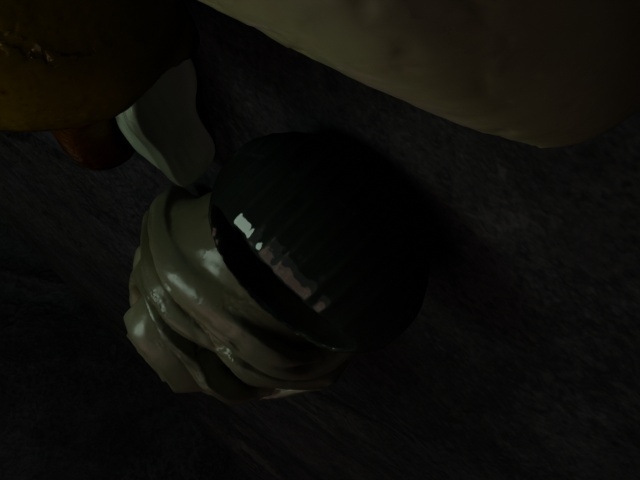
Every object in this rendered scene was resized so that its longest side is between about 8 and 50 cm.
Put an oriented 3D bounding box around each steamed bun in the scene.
[{"bbox_3d":[0.041,-0.194,0.472,0.311,0.233,0.334,30,-165,17],"label":"steamed bun"},{"bbox_3d":[-0.123,0.099,1.389,0.324,0.219,0.310,15,146,52],"label":"steamed bun"}]

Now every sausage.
[{"bbox_3d":[-0.282,-0.144,1.310,0.076,0.103,0.302,4,171,-1],"label":"sausage"}]

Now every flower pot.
[{"bbox_3d":[0.000,0.000,1.057,0.243,0.157,0.189,43,161,-2],"label":"flower pot"}]

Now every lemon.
[{"bbox_3d":[-0.258,-0.217,0.946,0.310,0.258,0.258,7,169,-19],"label":"lemon"}]

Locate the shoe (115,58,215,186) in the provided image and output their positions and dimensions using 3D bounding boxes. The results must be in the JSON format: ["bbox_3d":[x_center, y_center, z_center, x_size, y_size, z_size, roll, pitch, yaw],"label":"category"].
[{"bbox_3d":[-0.200,-0.160,1.207,0.110,0.095,0.265,36,161,23],"label":"shoe"}]
